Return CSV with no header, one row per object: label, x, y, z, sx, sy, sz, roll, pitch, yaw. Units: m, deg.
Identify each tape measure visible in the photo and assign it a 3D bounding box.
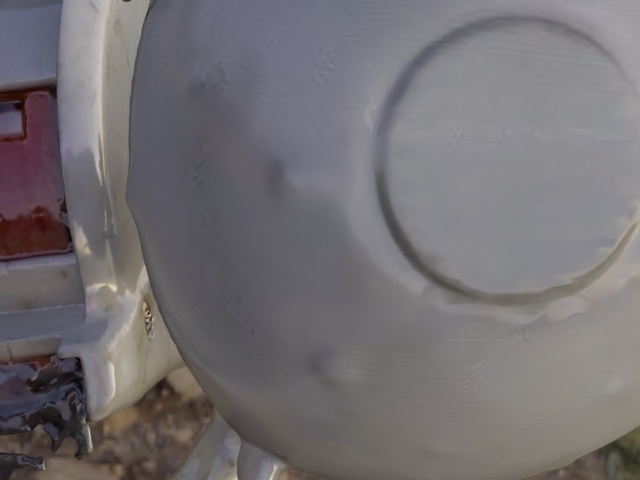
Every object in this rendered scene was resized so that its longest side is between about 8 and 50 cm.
tape measure,-0.133,-0.021,0.830,0.130,0.265,0.258,-6,3,9

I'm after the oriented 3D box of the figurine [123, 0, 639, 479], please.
figurine,0.000,0.000,0.564,0.226,0.275,0.394,36,-5,-8
